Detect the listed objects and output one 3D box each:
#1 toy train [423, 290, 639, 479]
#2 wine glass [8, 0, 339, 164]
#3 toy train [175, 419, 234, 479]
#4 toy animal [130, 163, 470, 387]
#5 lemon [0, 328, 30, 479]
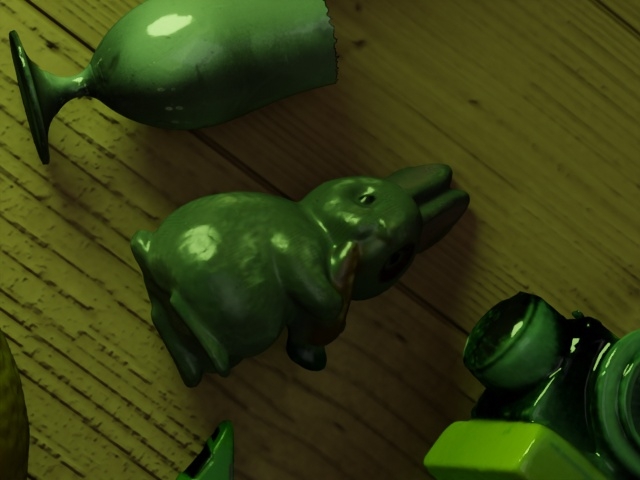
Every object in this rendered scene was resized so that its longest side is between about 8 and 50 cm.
[{"bbox_3d":[0.221,0.240,1.059,0.442,0.179,0.272,42,71,-14],"label":"toy train"},{"bbox_3d":[-0.092,-0.115,1.086,0.202,0.093,0.093,-14,89,-13],"label":"wine glass"},{"bbox_3d":[-0.080,0.221,1.088,0.042,0.044,0.209,1,86,-12],"label":"toy train"},{"bbox_3d":[-0.002,0.002,1.089,0.236,0.108,0.138,-33,93,-13],"label":"toy animal"},{"bbox_3d":[-0.282,0.102,0.958,0.228,0.228,0.254,-5,86,-13],"label":"lemon"}]
